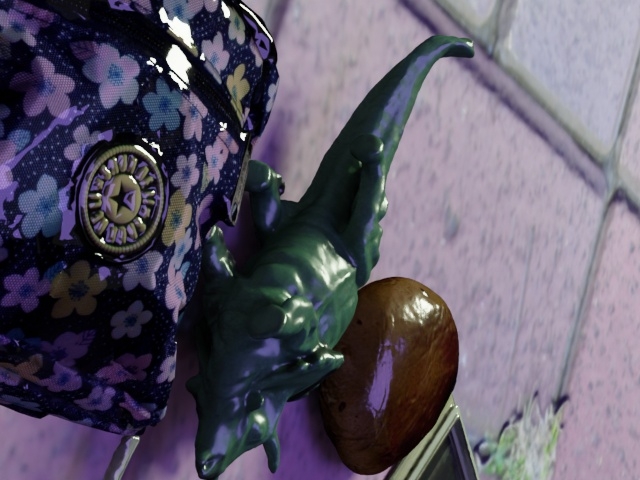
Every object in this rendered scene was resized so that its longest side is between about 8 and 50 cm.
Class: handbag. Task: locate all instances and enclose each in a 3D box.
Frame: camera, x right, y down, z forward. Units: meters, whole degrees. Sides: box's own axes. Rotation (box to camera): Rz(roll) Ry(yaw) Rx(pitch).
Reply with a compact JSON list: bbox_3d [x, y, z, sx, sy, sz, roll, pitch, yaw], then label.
[{"bbox_3d":[-0.109,-0.042,0.651,0.229,0.127,0.207,36,68,-46],"label":"handbag"}]

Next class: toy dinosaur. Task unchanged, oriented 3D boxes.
[{"bbox_3d":[-0.007,-0.007,0.868,0.120,0.079,0.292,44,63,-59],"label":"toy dinosaur"}]

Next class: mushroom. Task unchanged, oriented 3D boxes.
[{"bbox_3d":[0.044,0.084,0.993,0.123,0.052,0.123,-14,108,-52],"label":"mushroom"}]

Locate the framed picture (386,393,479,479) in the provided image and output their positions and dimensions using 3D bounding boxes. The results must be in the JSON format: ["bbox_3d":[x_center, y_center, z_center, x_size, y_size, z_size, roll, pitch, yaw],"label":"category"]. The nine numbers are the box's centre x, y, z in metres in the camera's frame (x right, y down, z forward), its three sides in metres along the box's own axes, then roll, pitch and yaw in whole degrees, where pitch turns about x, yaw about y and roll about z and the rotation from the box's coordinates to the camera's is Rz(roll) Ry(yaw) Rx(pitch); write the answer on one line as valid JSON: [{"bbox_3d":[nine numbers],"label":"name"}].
[{"bbox_3d":[0.049,0.278,1.078,0.296,0.019,0.232,-53,138,-37],"label":"framed picture"}]

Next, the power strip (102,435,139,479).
[{"bbox_3d":[-0.115,0.176,0.773,0.075,0.042,0.175,29,73,-55],"label":"power strip"}]
